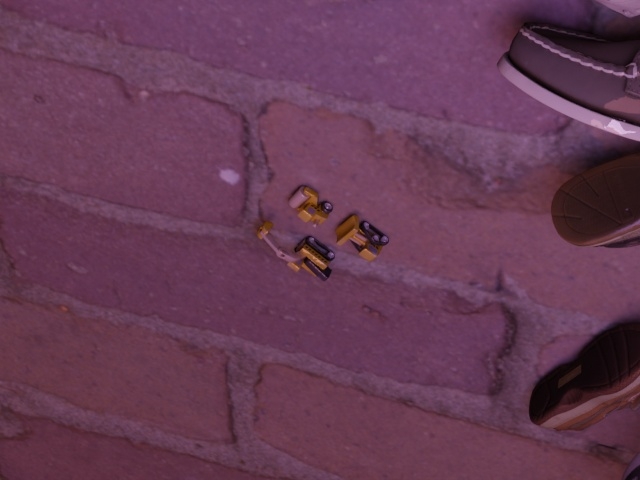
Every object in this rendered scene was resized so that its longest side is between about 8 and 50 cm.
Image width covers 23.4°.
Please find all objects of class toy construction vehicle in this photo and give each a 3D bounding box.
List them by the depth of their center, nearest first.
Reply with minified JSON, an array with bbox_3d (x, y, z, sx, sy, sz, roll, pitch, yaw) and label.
[{"bbox_3d":[0.000,0.000,1.448,0.098,0.035,0.086,37,135,-16],"label":"toy construction vehicle"}]

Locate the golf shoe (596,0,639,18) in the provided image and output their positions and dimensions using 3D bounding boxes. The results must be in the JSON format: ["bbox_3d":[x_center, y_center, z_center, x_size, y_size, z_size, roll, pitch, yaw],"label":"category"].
[{"bbox_3d":[0.212,-0.194,1.150,0.176,0.069,0.086,6,141,18],"label":"golf shoe"}]

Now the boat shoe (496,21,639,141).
[{"bbox_3d":[0.286,-0.115,1.159,0.305,0.109,0.091,20,117,11],"label":"boat shoe"}]

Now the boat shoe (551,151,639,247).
[{"bbox_3d":[0.300,-0.047,1.257,0.223,0.080,0.073,-19,167,16],"label":"boat shoe"}]

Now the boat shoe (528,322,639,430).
[{"bbox_3d":[0.277,0.133,1.455,0.072,0.068,0.190,23,149,-19],"label":"boat shoe"}]

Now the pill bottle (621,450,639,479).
[{"bbox_3d":[0.355,0.291,1.342,0.210,0.363,0.210,10,140,9],"label":"pill bottle"}]
